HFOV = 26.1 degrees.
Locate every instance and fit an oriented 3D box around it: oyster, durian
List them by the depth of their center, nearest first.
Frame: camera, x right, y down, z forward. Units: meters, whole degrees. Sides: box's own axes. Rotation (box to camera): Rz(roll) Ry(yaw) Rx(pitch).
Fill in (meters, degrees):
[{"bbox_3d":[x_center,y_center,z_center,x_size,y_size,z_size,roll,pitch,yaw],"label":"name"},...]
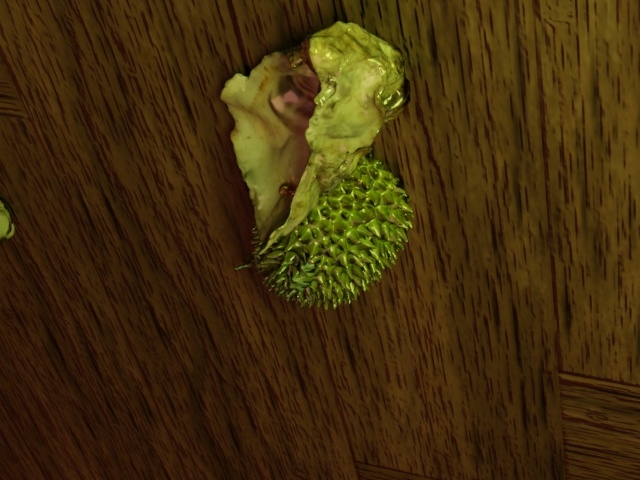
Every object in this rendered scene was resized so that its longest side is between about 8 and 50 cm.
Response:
[{"bbox_3d":[-0.005,-0.092,1.092,0.107,0.161,0.233,-9,157,-28],"label":"oyster"},{"bbox_3d":[0.000,0.009,1.231,0.137,0.095,0.221,27,146,-3],"label":"durian"}]

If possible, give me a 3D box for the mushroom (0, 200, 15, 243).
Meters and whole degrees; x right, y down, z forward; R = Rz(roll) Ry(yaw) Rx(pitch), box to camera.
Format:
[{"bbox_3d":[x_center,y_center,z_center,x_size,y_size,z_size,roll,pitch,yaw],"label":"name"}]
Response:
[{"bbox_3d":[-0.400,-0.068,1.386,0.094,0.072,0.210,6,141,38],"label":"mushroom"}]
